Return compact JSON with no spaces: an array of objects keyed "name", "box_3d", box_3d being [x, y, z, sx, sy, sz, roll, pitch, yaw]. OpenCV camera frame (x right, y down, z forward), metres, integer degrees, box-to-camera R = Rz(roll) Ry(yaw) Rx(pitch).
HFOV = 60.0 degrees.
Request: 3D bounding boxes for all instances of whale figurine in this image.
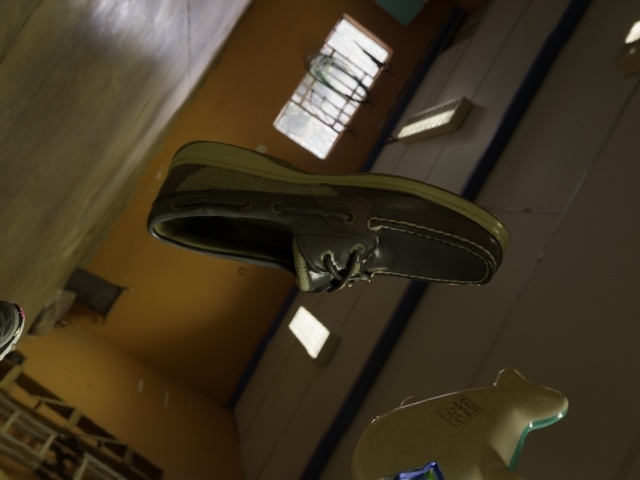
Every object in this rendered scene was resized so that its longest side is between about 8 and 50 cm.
[{"name":"whale figurine","box_3d":[0.172,0.264,0.667,0.272,0.141,0.216,-28,-158,-20]}]

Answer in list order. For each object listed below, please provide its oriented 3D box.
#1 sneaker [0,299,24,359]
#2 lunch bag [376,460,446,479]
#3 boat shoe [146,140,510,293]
[{"name":"sneaker","box_3d":[-0.376,0.106,0.537,0.170,0.063,0.074,-31,161,-32]},{"name":"lunch bag","box_3d":[0.054,0.275,0.442,0.129,0.096,0.151,-33,-116,27]},{"name":"boat shoe","box_3d":[-0.001,-0.001,0.346,0.080,0.224,0.073,89,18,-57]}]
